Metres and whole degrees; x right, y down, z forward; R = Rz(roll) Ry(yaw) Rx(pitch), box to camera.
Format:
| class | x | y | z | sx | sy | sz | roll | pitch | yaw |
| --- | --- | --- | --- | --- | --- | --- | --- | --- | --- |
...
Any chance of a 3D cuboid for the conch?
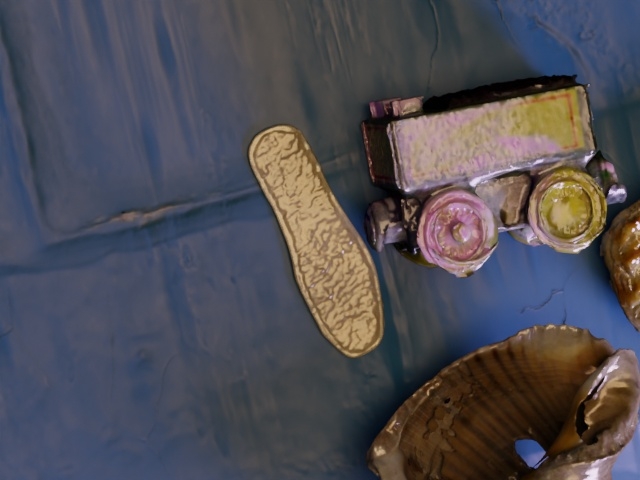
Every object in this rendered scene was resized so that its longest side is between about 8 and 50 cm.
| class | x | y | z | sx | sy | sz | roll | pitch | yaw |
| --- | --- | --- | --- | --- | --- | --- | --- | --- | --- |
| conch | 0.184 | 0.236 | 1.938 | 0.263 | 0.186 | 0.324 | 34 | 72 | 4 |

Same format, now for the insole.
| class | x | y | z | sx | sy | sz | roll | pitch | yaw |
| --- | --- | --- | --- | --- | --- | --- | --- | --- | --- |
| insole | 0.000 | 0.000 | 1.958 | 0.081 | 0.011 | 0.248 | -27 | 99 | -9 |

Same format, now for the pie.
| class | x | y | z | sx | sy | sz | roll | pitch | yaw |
| --- | --- | --- | --- | --- | --- | --- | --- | --- | --- |
| pie | 0.391 | 0.014 | 2.010 | 0.205 | 0.084 | 0.179 | -31 | 99 | -7 |

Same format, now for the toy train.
| class | x | y | z | sx | sy | sz | roll | pitch | yaw |
| --- | --- | --- | --- | --- | --- | --- | --- | --- | --- |
| toy train | 0.166 | -0.065 | 1.927 | 0.261 | 0.134 | 0.177 | -11 | 97 | -12 |
